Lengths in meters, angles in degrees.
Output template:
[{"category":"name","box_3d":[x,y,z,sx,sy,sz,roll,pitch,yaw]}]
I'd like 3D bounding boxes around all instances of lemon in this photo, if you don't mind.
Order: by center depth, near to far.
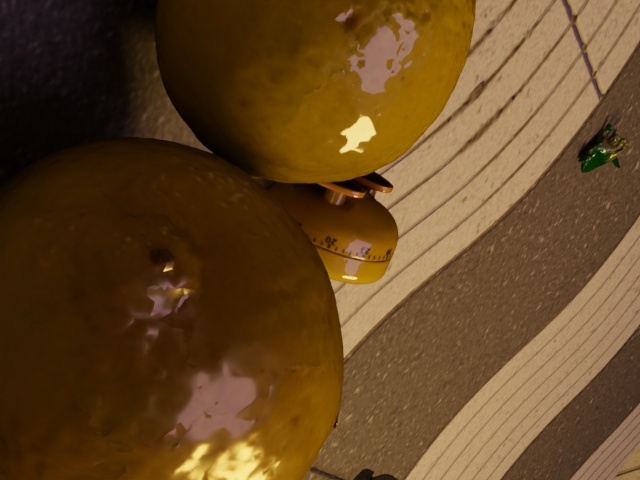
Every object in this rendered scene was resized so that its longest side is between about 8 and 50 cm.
[{"category":"lemon","box_3d":[-0.100,0.064,0.747,0.236,0.236,0.263,-33,137,-39]},{"category":"lemon","box_3d":[-0.006,-0.119,0.751,0.178,0.178,0.203,-8,130,-57]}]

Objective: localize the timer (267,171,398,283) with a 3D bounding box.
[{"category":"timer","box_3d":[0.000,0.000,0.988,0.107,0.107,0.109,-6,122,-58]}]

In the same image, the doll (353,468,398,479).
[{"category":"doll","box_3d":[-0.086,0.312,1.204,0.340,0.158,0.246,-39,177,42]}]

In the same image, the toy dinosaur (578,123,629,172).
[{"category":"toy dinosaur","box_3d":[0.323,-0.097,1.536,0.060,0.029,0.119,-42,161,7]}]
